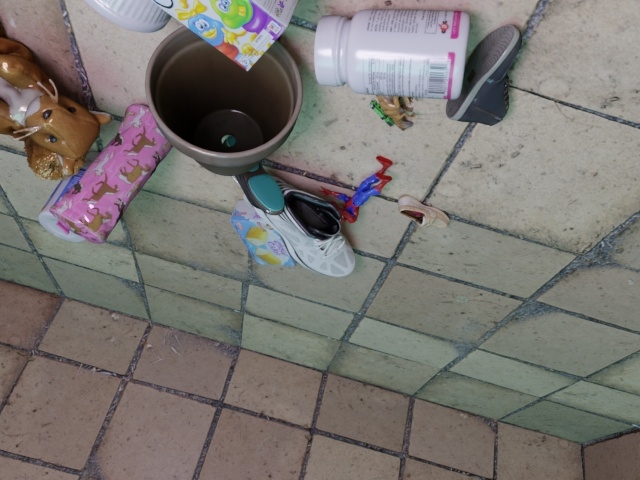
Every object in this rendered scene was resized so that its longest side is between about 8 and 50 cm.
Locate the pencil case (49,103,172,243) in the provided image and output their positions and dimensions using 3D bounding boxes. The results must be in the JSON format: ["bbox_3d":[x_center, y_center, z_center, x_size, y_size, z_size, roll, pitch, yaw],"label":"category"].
[{"bbox_3d":[-0.546,-0.176,1.366,0.160,0.386,0.167,32,159,-12],"label":"pencil case"}]

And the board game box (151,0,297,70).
[{"bbox_3d":[-0.187,-0.457,0.884,0.275,0.144,0.142,31,146,-26],"label":"board game box"}]

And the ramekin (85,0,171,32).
[{"bbox_3d":[-0.354,-0.511,0.964,0.207,0.207,0.109,35,134,-27],"label":"ramekin"}]

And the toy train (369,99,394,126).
[{"bbox_3d":[0.147,-0.303,1.226,0.083,0.023,0.017,34,143,-28],"label":"toy train"}]

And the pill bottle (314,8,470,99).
[{"bbox_3d":[0.140,-0.367,1.007,0.283,0.160,0.160,7,147,12],"label":"pill bottle"}]

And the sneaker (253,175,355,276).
[{"bbox_3d":[-0.001,0.001,1.521,0.447,0.169,0.257,43,171,-34],"label":"sneaker"}]

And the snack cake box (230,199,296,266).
[{"bbox_3d":[-0.177,-0.021,1.725,0.152,0.089,0.264,3,146,19],"label":"snack cake box"}]

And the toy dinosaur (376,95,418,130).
[{"bbox_3d":[0.156,-0.317,1.165,0.112,0.064,0.211,-16,136,41],"label":"toy dinosaur"}]

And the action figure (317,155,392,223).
[{"bbox_3d":[0.080,-0.136,1.447,0.139,0.091,0.280,16,147,-13],"label":"action figure"}]

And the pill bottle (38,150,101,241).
[{"bbox_3d":[-0.741,-0.143,1.604,0.152,0.272,0.152,11,146,7],"label":"pill bottle"}]

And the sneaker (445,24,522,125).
[{"bbox_3d":[0.363,-0.335,1.059,0.118,0.083,0.222,6,144,-21],"label":"sneaker"}]

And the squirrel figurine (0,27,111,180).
[{"bbox_3d":[-0.716,-0.318,1.316,0.370,0.281,0.397,26,165,5],"label":"squirrel figurine"}]

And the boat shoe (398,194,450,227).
[{"bbox_3d":[0.296,-0.068,1.484,0.170,0.059,0.063,23,147,-12],"label":"boat shoe"}]

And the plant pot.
[{"bbox_3d":[-0.213,-0.285,1.185,0.323,0.323,0.280,17,163,-3],"label":"plant pot"}]

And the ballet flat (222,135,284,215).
[{"bbox_3d":[-0.185,-0.162,1.398,0.095,0.280,0.096,-16,155,-34],"label":"ballet flat"}]
